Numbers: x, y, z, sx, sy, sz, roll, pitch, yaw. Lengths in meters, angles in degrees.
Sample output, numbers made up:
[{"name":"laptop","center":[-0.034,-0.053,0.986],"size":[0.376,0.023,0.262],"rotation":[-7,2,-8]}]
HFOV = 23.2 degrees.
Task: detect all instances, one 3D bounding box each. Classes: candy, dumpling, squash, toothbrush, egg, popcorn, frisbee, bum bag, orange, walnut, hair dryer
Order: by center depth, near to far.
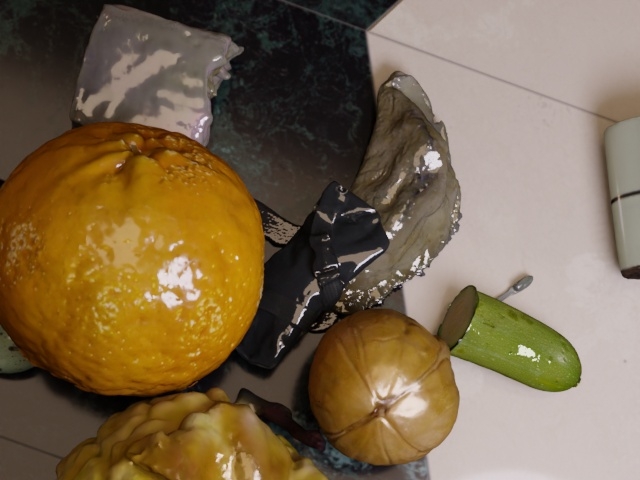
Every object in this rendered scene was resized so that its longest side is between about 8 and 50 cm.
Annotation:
[{"name":"orange","center":[-0.225,0.009,1.818],"size":[0.341,0.340,0.293],"rotation":[15,120,-3]},{"name":"popcorn","center":[-0.133,0.313,1.820],"size":[0.349,0.349,0.381],"rotation":[31,48,1]},{"name":"walnut","center":[0.080,0.176,1.887],"size":[0.193,0.226,0.193],"rotation":[1,93,11]},{"name":"egg","center":[-0.383,0.122,1.920],"size":[0.110,0.085,0.085],"rotation":[-12,80,10]},{"name":"bum bag","center":[-0.025,0.044,1.951],"size":[0.123,0.060,0.248],"rotation":[40,93,30]},{"name":"candy","center":[-0.215,-0.199,1.977],"size":[0.195,0.137,0.184],"rotation":[16,78,0]},{"name":"squash","center":[0.250,0.135,1.978],"size":[0.188,0.095,0.095],"rotation":[25,77,-16]},{"name":"dumpling","center":[0.109,-0.050,2.002],"size":[0.166,0.086,0.332],"rotation":[20,81,-3]},{"name":"toothbrush","center":[0.197,0.099,2.018],"size":[0.194,0.017,0.014],"rotation":[-33,78,-8]},{"name":"frisbee","center":[0.000,0.000,2.021],"size":[0.187,0.012,0.211],"rotation":[-31,83,-12]},{"name":"hair dryer","center":[0.555,-0.059,2.044],"size":[0.362,0.128,0.203],"rotation":[-2,78,-14]}]

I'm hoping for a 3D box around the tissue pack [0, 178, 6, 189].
[{"name":"tissue pack","center":[-0.548,-0.015,1.910],"size":[0.332,0.123,0.245],"rotation":[24,73,-1]}]
